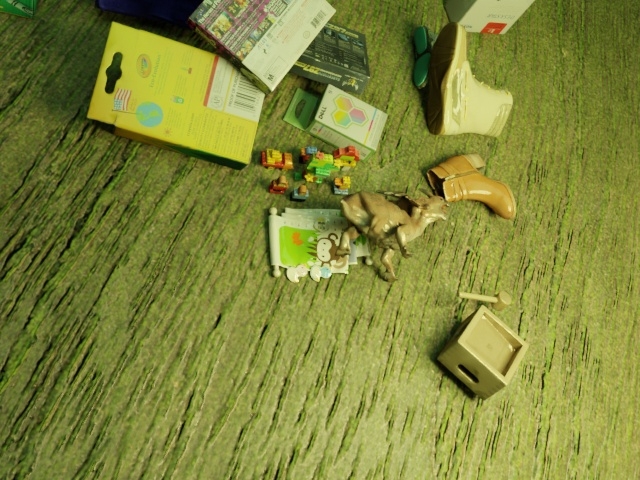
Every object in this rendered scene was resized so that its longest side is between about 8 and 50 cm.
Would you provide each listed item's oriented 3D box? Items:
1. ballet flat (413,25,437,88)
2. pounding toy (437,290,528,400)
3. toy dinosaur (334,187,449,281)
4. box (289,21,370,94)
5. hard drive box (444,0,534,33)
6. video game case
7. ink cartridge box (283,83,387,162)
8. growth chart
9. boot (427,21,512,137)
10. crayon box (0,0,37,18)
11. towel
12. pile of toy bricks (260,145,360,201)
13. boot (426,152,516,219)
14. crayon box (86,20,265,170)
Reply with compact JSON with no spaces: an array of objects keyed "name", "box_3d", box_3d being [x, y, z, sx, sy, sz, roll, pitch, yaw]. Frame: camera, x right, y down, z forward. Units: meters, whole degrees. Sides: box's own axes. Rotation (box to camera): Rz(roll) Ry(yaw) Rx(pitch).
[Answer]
[{"name":"ballet flat","box_3d":[0.270,-0.451,1.774,0.070,0.070,0.189,13,65,-18]},{"name":"pounding toy","box_3d":[0.329,0.191,1.476,0.181,0.094,0.206,42,48,5]},{"name":"toy dinosaur","box_3d":[0.121,-0.050,1.447,0.295,0.127,0.200,23,54,-34]},{"name":"box","box_3d":[-0.006,-0.436,1.619,0.232,0.059,0.183,15,45,-18]},{"name":"hard drive box","box_3d":[0.463,-0.649,1.850,0.181,0.232,0.089,-5,69,-25]},{"name":"video game case","box_3d":[-0.113,-0.442,1.406,0.210,0.042,0.232,39,73,-16]},{"name":"ink cartridge box","box_3d":[0.035,-0.272,1.581,0.209,0.062,0.109,26,59,-10]},{"name":"growth chart","box_3d":[0.000,0.000,1.461,0.237,0.021,0.172,-4,69,-25]},{"name":"boot","box_3d":[0.367,-0.380,1.712,0.203,0.095,0.262,-1,99,-26]},{"name":"crayon box","box_3d":[-0.691,-0.552,1.386,0.278,0.081,0.165,9,63,-20]},{"name":"towel","box_3d":[-0.294,-0.526,1.460,0.308,0.228,0.076,6,57,-23]},{"name":"pile of toy bricks","box_3d":[-0.009,-0.153,1.479,0.212,0.105,0.118,4,65,-22]},{"name":"boot","box_3d":[0.344,-0.109,1.636,0.152,0.073,0.197,-20,63,-31]},{"name":"crayon box","box_3d":[-0.277,-0.281,1.404,0.318,0.081,0.202,16,81,-17]}]
